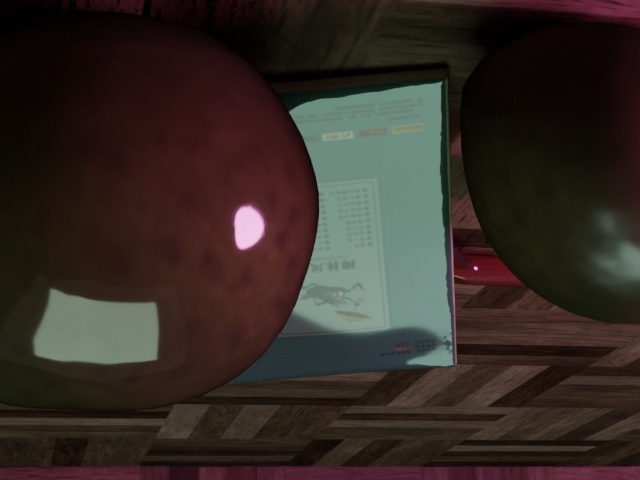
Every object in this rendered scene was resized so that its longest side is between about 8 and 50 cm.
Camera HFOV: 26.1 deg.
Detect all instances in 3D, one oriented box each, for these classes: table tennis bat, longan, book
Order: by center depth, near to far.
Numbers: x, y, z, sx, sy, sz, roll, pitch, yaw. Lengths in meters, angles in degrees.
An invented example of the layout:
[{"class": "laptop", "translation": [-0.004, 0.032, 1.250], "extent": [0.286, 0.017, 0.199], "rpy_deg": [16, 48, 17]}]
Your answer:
[{"class": "longan", "translation": [-0.181, -0.021, 1.114], "extent": [0.360, 0.361, 0.361], "rpy_deg": [-2, 161, -1]}, {"class": "longan", "translation": [0.243, -0.062, 1.170], "extent": [0.243, 0.300, 0.300], "rpy_deg": [-44, 159, -4]}, {"class": "book", "translation": [0.000, 0.000, 1.350], "extent": [0.264, 0.031, 0.379], "rpy_deg": [-3, 132, 3]}, {"class": "table tennis bat", "translation": [0.107, 0.032, 1.719], "extent": [0.310, 0.038, 0.200], "rpy_deg": [3, 161, -14]}]

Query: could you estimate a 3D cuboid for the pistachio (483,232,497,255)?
[{"class": "pistachio", "translation": [0.214, -0.028, 1.447], "extent": [0.113, 0.113, 0.149], "rpy_deg": [-2, 160, -1]}]
